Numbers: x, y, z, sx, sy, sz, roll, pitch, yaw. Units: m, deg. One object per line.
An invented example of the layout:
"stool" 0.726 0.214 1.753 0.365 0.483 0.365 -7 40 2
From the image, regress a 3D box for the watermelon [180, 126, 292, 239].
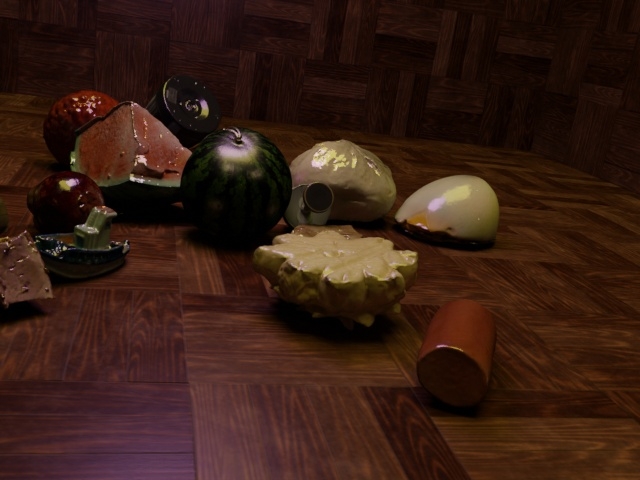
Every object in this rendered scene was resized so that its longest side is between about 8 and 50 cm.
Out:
"watermelon" -0.192 -0.127 1.634 0.269 0.268 0.269 8 17 -2

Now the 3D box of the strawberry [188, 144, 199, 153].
"strawberry" -0.365 -0.204 2.076 0.188 0.106 0.286 -8 22 27

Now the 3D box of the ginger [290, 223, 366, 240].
"ginger" -0.001 -0.001 1.631 0.214 0.074 0.137 -6 12 -27

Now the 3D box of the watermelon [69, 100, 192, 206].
"watermelon" -0.484 -0.169 1.740 0.292 0.319 0.222 -29 16 33

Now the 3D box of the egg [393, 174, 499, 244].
"egg" 0.348 -0.095 1.936 0.287 0.173 0.264 6 13 2

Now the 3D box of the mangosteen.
"mangosteen" -0.543 -0.061 1.477 0.182 0.155 0.145 -17 40 14

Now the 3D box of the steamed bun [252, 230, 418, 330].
"steamed bun" 0.023 0.073 1.295 0.296 0.137 0.292 -2 20 -14

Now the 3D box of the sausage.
"sausage" 0.221 0.165 1.126 0.114 0.113 0.259 12 18 13

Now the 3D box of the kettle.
"kettle" -0.464 -0.341 2.204 0.207 0.250 0.271 11 -28 -40

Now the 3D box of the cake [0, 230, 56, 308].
"cake" -0.577 0.040 1.164 0.296 0.112 0.116 3 12 26

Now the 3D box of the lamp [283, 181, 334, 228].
"lamp" -0.028 -0.082 1.712 0.122 0.121 0.215 4 -11 -16

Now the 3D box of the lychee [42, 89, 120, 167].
"lychee" -0.675 -0.317 2.077 0.255 0.255 0.300 3 -16 -18

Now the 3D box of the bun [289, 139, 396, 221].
"bun" 0.047 -0.177 1.986 0.362 0.212 0.361 5 16 -2

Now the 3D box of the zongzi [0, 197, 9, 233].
"zongzi" -0.645 -0.049 1.231 0.251 0.125 0.274 -12 -5 -44

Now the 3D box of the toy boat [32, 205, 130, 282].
"toy boat" -0.452 0.002 1.316 0.114 0.115 0.262 18 19 29

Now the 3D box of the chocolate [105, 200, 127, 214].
"chocolate" -0.541 -0.076 1.687 0.183 0.028 0.086 17 25 33
